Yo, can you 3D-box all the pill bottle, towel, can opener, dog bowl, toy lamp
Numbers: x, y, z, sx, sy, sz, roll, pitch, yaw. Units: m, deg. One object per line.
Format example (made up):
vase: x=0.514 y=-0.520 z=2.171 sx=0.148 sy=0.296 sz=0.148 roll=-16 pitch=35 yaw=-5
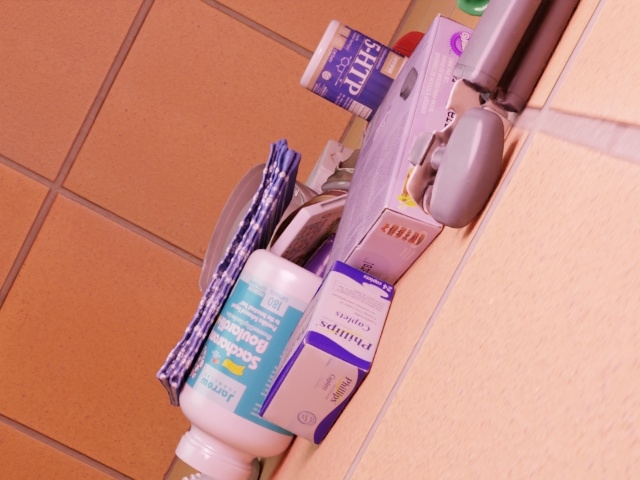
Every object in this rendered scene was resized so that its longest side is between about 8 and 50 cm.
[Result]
pill bottle: x=-0.072 y=0.154 z=1.566 sx=0.264 sy=0.146 sz=0.146 roll=-63 pitch=4 yaw=-2
pill bottle: x=0.075 y=-0.236 z=1.948 sx=0.112 sy=0.187 sz=0.112 roll=-63 pitch=4 yaw=8
towel: x=-0.117 y=0.047 z=1.676 sx=0.336 sy=0.040 sz=0.243 roll=-63 pitch=-3 yaw=-13
can opener: x=0.168 y=-0.140 z=1.144 sx=0.095 sy=0.076 sz=0.283 roll=29 pitch=91 yaw=54
dog bowl: x=-0.099 y=0.045 z=2.262 sx=0.349 sy=0.102 sz=0.348 roll=-47 pitch=33 yaw=45
toy lamp: x=-0.024 y=0.117 z=1.728 sx=0.080 sy=0.080 sz=0.274 roll=-74 pitch=9 yaw=-70

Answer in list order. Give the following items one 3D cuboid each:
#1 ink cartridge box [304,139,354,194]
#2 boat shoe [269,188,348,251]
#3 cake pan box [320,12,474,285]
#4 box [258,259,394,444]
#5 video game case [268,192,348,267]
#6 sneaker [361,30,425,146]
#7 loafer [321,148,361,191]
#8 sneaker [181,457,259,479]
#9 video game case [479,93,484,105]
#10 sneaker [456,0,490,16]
ink cartridge box: x=0.001 y=-0.057 z=2.407 sx=0.154 sy=0.093 sz=0.212 roll=-73 pitch=9 yaw=-64
boat shoe: x=0.000 y=0.000 z=1.897 sx=0.342 sy=0.123 sz=0.123 roll=112 pitch=-178 yaw=-61
cake pan box: x=0.083 y=-0.072 z=1.427 sx=0.267 sy=0.070 sz=0.245 roll=124 pitch=166 yaw=-61
box: x=0.007 y=0.113 z=1.353 sx=0.126 sy=0.072 sz=0.137 roll=-60 pitch=5 yaw=39
video game case: x=-0.023 y=0.006 z=1.685 sx=0.157 sy=0.019 sz=0.143 roll=-51 pitch=-16 yaw=30
sneaker: x=0.115 y=-0.234 z=2.181 sx=0.221 sy=0.087 sz=0.128 roll=-63 pitch=5 yaw=-17
loafer: x=0.058 y=-0.096 z=1.917 sx=0.251 sy=0.094 sz=0.087 roll=-107 pitch=40 yaw=-85
sneaker: x=-0.140 y=0.327 z=1.683 sx=0.094 sy=0.091 sz=0.258 roll=-62 pitch=4 yaw=17
video game case: x=0.192 y=-0.210 z=1.478 sx=0.201 sy=0.023 sz=0.183 roll=-57 pitch=7 yaw=47
sneaker: x=0.219 y=-0.346 z=1.514 sx=0.295 sy=0.109 sz=0.123 roll=100 pitch=-168 yaw=-72
